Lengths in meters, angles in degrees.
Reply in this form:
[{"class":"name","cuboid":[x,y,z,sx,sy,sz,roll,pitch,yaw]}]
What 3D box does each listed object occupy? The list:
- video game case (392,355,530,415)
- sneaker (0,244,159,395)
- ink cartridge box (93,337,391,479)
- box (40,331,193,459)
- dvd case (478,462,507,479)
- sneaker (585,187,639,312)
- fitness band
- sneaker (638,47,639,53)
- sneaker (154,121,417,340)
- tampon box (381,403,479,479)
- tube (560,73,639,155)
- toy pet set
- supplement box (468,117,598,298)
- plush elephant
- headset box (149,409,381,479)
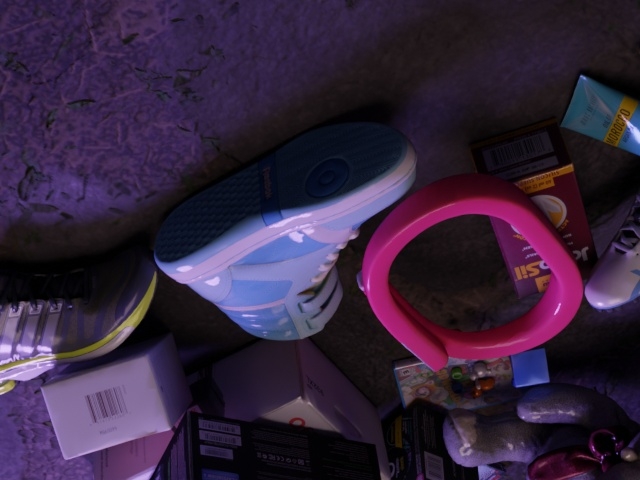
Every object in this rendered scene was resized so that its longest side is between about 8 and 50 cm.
[{"class":"video game case","cuboid":[0.183,0.179,1.922,0.166,0.015,0.119,-13,135,4]},{"class":"sneaker","cuboid":[-0.316,0.079,1.685,0.300,0.111,0.121,-27,129,15]},{"class":"ink cartridge box","cuboid":[-0.098,0.267,1.885,0.307,0.129,0.223,-27,132,17]},{"class":"box","cuboid":[-0.232,0.177,1.734,0.130,0.170,0.091,-17,93,6]},{"class":"dvd case","cuboid":[0.185,0.323,2.067,0.119,0.013,0.087,24,127,-27]},{"class":"sneaker","cuboid":[0.367,-0.024,1.653,0.237,0.085,0.086,-50,125,-7]},{"class":"fitness band","cuboid":[0.165,0.040,1.628,0.209,0.054,0.291,-33,134,13]},{"class":"sneaker","cuboid":[0.398,-0.169,1.582,0.059,0.053,0.144,-38,129,24]},{"class":"sneaker","cuboid":[0.000,0.000,1.642,0.319,0.127,0.208,-21,133,26]},{"class":"tampon box","cuboid":[0.115,0.310,1.954,0.101,0.120,0.161,25,134,-30]},{"class":"tube","cuboid":[0.363,-0.111,1.598,0.207,0.052,0.080,23,135,8]},{"class":"toy pet set","cuboid":[0.222,0.165,1.856,0.114,0.065,0.122,-9,136,0]},{"class":"supplement box","cuboid":[0.242,-0.033,1.673,0.104,0.081,0.188,-17,135,8]},{"class":"plush elephant","cuboid":[0.365,0.292,1.824,0.330,0.272,0.255,-14,176,-24]},{"class":"headset box","cuboid":[-0.091,0.355,1.788,0.246,0.131,0.283,14,132,-21]}]
